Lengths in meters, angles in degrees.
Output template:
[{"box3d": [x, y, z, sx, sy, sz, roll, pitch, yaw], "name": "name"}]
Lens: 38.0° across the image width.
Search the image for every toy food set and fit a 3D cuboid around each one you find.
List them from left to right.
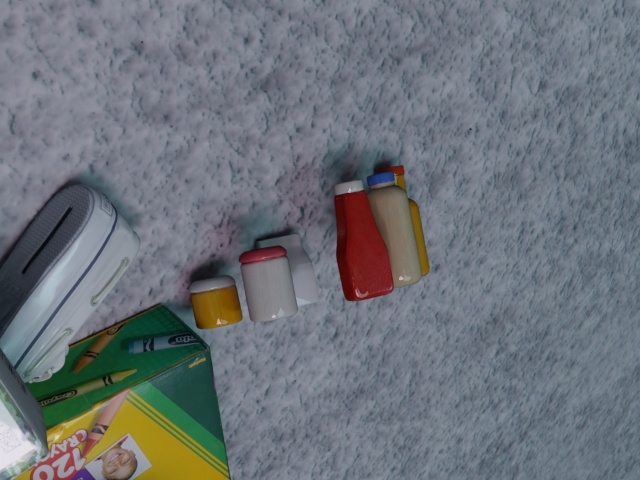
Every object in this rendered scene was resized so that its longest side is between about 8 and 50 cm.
[{"box3d": [0.000, 0.000, 0.790, 0.232, 0.111, 0.105, -12, 92, -24], "name": "toy food set"}]

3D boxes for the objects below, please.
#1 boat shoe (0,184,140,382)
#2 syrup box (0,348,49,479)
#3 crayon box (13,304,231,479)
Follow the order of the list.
[{"box3d": [-0.208, 0.069, 0.655, 0.226, 0.083, 0.076, -50, 136, -6], "name": "boat shoe"}, {"box3d": [-0.284, 0.139, 0.530, 0.236, 0.096, 0.093, -32, 107, -13], "name": "syrup box"}, {"box3d": [-0.213, 0.185, 0.726, 0.278, 0.081, 0.165, -25, 129, -28], "name": "crayon box"}]
